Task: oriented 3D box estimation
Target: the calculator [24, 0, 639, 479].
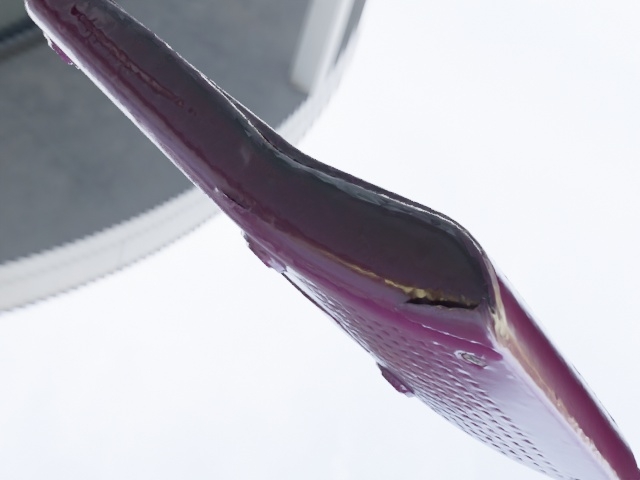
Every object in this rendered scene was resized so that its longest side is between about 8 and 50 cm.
[{"bbox_3d":[0.000,0.000,0.480,0.034,0.126,0.190,-50,-127,-4],"label":"calculator"}]
